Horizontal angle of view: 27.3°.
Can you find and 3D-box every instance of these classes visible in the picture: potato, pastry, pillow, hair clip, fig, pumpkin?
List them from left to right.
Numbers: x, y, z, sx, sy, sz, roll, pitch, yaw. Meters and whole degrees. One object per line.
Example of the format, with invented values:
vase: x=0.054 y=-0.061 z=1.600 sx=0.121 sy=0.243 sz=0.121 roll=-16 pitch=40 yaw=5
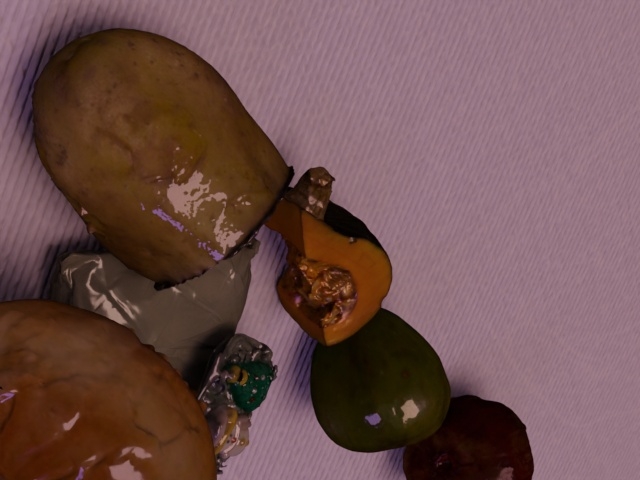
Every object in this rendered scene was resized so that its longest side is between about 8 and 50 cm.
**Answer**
pastry: x=-0.298 y=0.246 z=1.345 sx=0.410 sy=0.245 sz=0.409 roll=2 pitch=108 yaw=5
pillow: x=-0.201 y=0.134 z=1.534 sx=0.274 sy=0.076 sz=0.280 roll=-2 pitch=114 yaw=-42
potato: x=-0.178 y=-0.097 z=1.361 sx=0.229 sy=0.229 sz=0.266 roll=-45 pitch=110 yaw=-14
hair clip: x=-0.149 y=0.265 z=1.561 sx=0.321 sy=0.091 sz=0.138 roll=-54 pitch=149 yaw=2
pumpkin: x=0.002 y=-0.005 z=1.606 sx=0.126 sy=0.131 sz=0.248 roll=-29 pitch=134 yaw=-17
fig: x=0.073 y=0.178 z=1.731 sx=0.181 sy=0.181 sz=0.191 roll=-29 pitch=105 yaw=-28
fig: x=0.234 y=0.296 z=1.990 sx=0.290 sy=0.191 sz=0.190 roll=-56 pitch=154 yaw=-61
